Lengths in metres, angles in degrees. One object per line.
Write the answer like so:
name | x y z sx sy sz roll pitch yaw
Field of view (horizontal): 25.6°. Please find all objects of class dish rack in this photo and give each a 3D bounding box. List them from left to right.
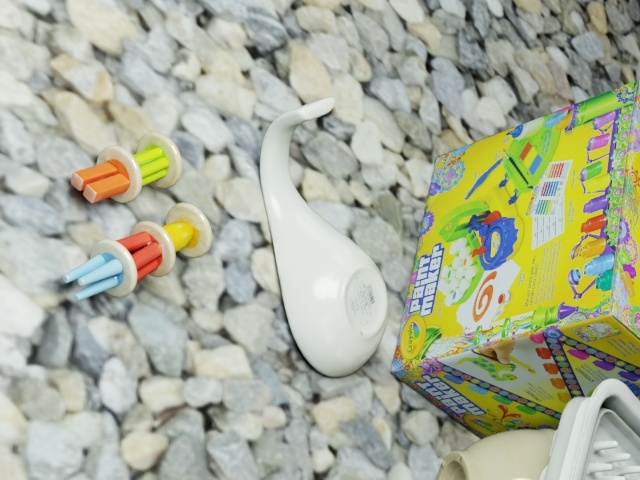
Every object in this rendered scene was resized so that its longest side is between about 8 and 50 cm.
dish rack | 0.291 0.320 1.341 0.333 0.072 0.285 45 53 -35

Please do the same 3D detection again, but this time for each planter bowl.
planter bowl | 0.180 0.266 1.426 0.109 0.162 0.162 9 66 -16

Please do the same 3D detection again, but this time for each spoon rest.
spoon rest | 0.000 0.000 1.388 0.137 0.084 0.276 -26 109 -48

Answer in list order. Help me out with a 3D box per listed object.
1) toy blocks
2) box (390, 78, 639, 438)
toy blocks | -0.173 -0.018 1.209 0.148 0.054 0.123 -29 98 -48
box | 0.254 0.028 1.485 0.177 0.279 0.290 38 51 -32
